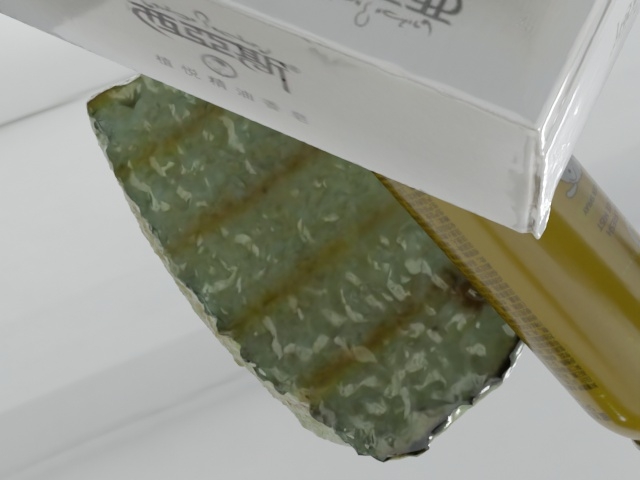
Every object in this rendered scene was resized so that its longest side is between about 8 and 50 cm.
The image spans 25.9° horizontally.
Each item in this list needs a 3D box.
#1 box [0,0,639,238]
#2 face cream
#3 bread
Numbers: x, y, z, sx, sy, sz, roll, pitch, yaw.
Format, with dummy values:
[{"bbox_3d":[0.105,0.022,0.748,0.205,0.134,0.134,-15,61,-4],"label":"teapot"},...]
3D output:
[{"bbox_3d":[0.007,-0.156,0.580,0.274,0.116,0.203,23,-106,14],"label":"box"},{"bbox_3d":[0.158,0.019,0.900,0.105,0.348,0.105,-38,-164,13],"label":"face cream"},{"bbox_3d":[0.005,0.008,1.161,0.239,0.264,0.395,-34,-106,-6],"label":"bread"}]
